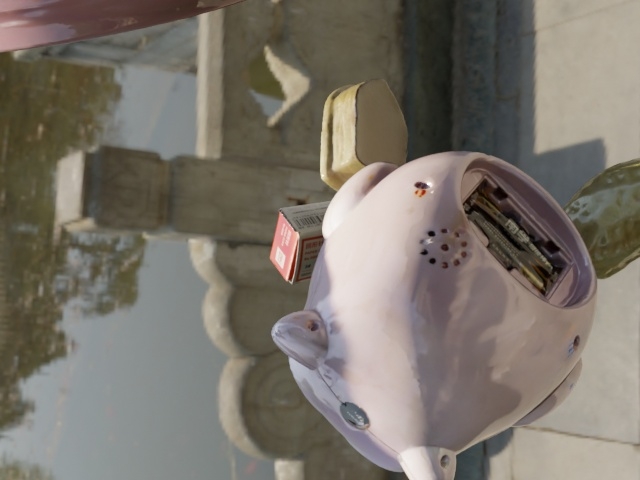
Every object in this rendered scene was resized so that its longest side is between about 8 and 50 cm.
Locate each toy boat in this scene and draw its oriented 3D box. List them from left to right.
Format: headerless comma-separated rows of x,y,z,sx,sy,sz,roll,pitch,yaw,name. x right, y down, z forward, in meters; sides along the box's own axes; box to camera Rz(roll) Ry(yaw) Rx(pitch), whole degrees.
0.062,-0.144,1.316,0.061,0.116,0.188,-27,47,39,toy boat

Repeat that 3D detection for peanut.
0.437,-0.038,1.265,0.325,0.140,0.153,-24,78,16,peanut

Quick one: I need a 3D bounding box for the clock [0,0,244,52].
-0.124,-0.159,0.554,0.244,0.244,0.056,30,134,58,clock

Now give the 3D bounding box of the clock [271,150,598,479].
0.143,0.078,1.139,0.368,0.376,0.250,46,136,-1,clock

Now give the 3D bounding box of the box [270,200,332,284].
0.000,0.000,1.994,0.099,0.182,0.133,50,138,41,box
